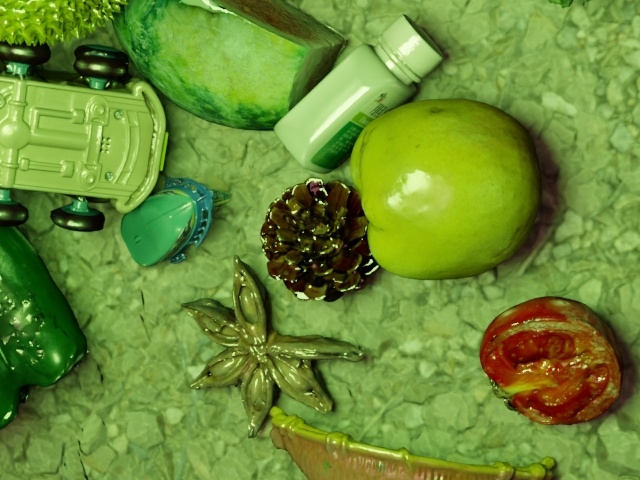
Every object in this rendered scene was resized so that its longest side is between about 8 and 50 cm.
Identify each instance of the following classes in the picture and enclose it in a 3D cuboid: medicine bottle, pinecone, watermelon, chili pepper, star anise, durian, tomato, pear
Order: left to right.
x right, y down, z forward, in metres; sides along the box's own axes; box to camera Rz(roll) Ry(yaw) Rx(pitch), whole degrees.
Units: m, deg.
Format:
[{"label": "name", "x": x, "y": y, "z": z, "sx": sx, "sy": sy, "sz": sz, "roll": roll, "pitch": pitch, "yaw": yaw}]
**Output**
[{"label": "chili pepper", "x": -0.399, "y": 0.083, "z": 1.523, "sx": 0.233, "sy": 0.248, "sz": 0.257, "roll": -42, "pitch": 94, "yaw": 4}, {"label": "durian", "x": -0.277, "y": -0.260, "z": 1.336, "sx": 0.159, "sy": 0.198, "sz": 0.146, "roll": -35, "pitch": 63, "yaw": 55}, {"label": "watermelon", "x": -0.135, "y": -0.248, "z": 1.465, "sx": 0.305, "sy": 0.224, "sz": 0.180, "roll": 38, "pitch": 60, "yaw": 11}, {"label": "star anise", "x": -0.070, "y": 0.127, "z": 1.526, "sx": 0.208, "sy": 0.063, "sz": 0.172, "roll": 36, "pitch": 109, "yaw": 5}, {"label": "pinecone", "x": -0.001, "y": -0.001, "z": 1.456, "sx": 0.140, "sy": 0.121, "sz": 0.140, "roll": -4, "pitch": 75, "yaw": 15}, {"label": "medicine bottle", "x": 0.043, "y": -0.154, "z": 1.428, "sx": 0.183, "sy": 0.119, "sz": 0.069, "roll": -44, "pitch": 73, "yaw": 14}, {"label": "pear", "x": 0.129, "y": -0.053, "z": 1.385, "sx": 0.200, "sy": 0.200, "sz": 0.200, "roll": 2, "pitch": 97, "yaw": 15}, {"label": "tomato", "x": 0.243, "y": 0.115, "z": 1.425, "sx": 0.139, "sy": 0.091, "sz": 0.159, "roll": -29, "pitch": 116, "yaw": 26}]

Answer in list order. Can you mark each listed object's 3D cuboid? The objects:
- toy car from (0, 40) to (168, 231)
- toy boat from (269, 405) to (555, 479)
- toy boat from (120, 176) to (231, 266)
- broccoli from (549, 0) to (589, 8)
[{"label": "toy car", "x": -0.308, "y": -0.128, "z": 1.498, "sx": 0.247, "sy": 0.198, "sz": 0.204, "roll": 6, "pitch": 102, "yaw": -21}, {"label": "toy boat", "x": 0.091, "y": 0.254, "z": 1.468, "sx": 0.318, "sy": 0.141, "sz": 0.099, "roll": 10, "pitch": 57, "yaw": 6}, {"label": "toy boat", "x": -0.148, "y": -0.034, "z": 1.513, "sx": 0.175, "sy": 0.110, "sz": 0.091, "roll": -30, "pitch": 86, "yaw": 58}, {"label": "broccoli", "x": 0.193, "y": -0.371, "z": 1.242, "sx": 0.274, "sy": 0.397, "sz": 0.353, "roll": -2, "pitch": 126, "yaw": 40}]
